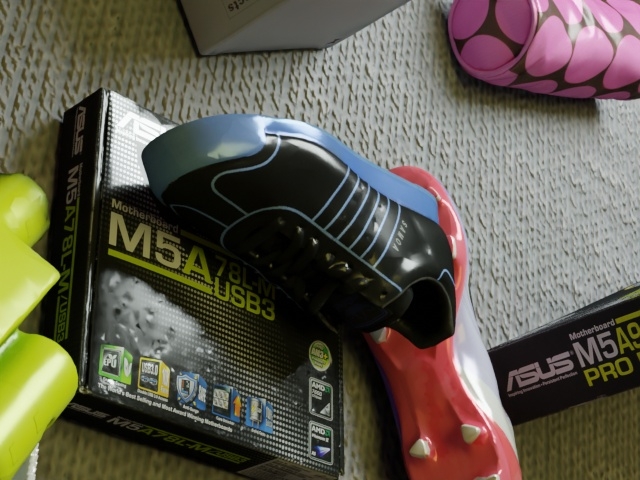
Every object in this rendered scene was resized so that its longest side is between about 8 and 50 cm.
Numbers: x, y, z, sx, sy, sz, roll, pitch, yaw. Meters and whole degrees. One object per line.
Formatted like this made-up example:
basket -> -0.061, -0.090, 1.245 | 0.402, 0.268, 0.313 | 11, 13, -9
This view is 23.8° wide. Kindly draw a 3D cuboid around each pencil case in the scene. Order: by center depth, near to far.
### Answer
pencil case -> 0.194, -0.167, 1.213 | 0.209, 0.095, 0.098 | 5, 51, -48

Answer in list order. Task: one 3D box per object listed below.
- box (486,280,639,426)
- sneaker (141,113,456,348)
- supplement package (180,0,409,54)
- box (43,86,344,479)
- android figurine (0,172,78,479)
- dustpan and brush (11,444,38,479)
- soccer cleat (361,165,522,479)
box -> 0.277, 0.046, 1.089 | 0.270, 0.216, 0.060 | -16, 84, -49
sneaker -> 0.000, 0.000, 0.851 | 0.232, 0.081, 0.090 | 17, 51, -45
supplement package -> -0.030, -0.258, 0.978 | 0.139, 0.134, 0.244 | -13, 80, -50
box -> -0.066, 0.031, 0.859 | 0.190, 0.045, 0.184 | 26, 54, -38
android figurine -> -0.215, 0.010, 0.639 | 0.248, 0.056, 0.273 | 41, 27, -8
dustpan and brush -> -0.176, 0.122, 0.679 | 0.147, 0.060, 0.211 | 2, 69, -47
soccer cleat -> 0.075, 0.074, 0.978 | 0.095, 0.083, 0.248 | 47, 27, -65
